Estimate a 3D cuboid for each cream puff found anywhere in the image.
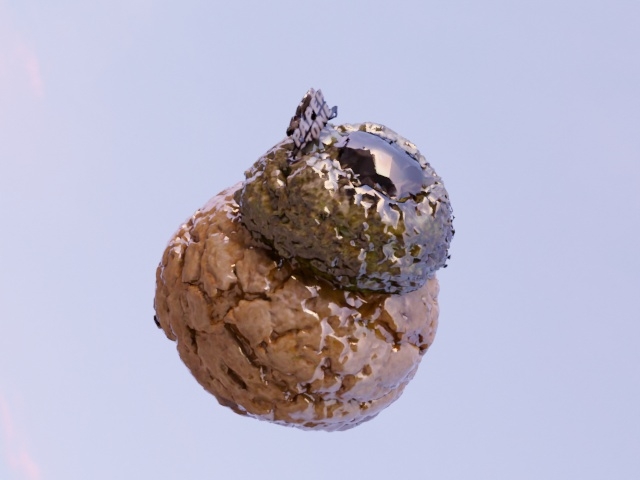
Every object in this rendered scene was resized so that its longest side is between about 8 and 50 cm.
[{"bbox_3d":[0.000,0.000,0.549,0.183,0.183,0.169,50,-44,28],"label":"cream puff"}]
